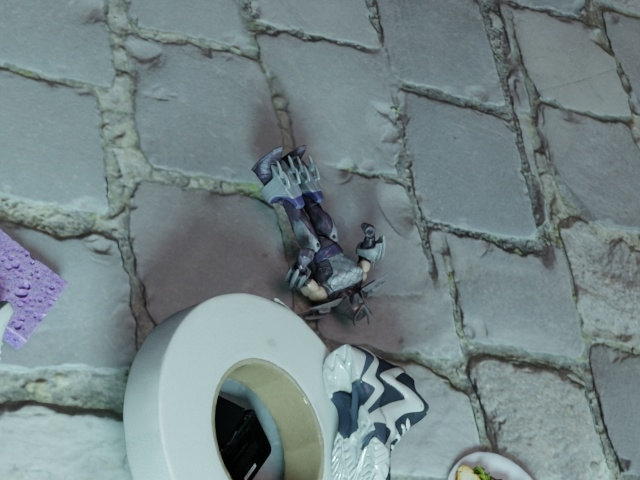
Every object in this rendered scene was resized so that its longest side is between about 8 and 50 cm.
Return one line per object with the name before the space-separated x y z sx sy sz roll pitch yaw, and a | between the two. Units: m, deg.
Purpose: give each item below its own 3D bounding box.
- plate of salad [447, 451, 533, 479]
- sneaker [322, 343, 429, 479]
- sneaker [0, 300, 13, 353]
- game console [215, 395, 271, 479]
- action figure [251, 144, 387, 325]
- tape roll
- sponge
plate of salad | 0.267 0.396 2.210 0.200 0.048 0.200 20 51 -26
sneaker | 0.091 0.258 2.030 0.153 0.094 0.235 13 51 -38
sneaker | -0.414 0.142 1.854 0.061 0.053 0.152 43 62 -26
game console | -0.135 0.275 2.010 0.122 0.071 0.107 -52 127 -44
action figure | 0.000 0.000 2.239 0.185 0.099 0.285 -19 78 -49
tape roll | -0.087 0.256 1.947 0.392 0.072 0.392 28 50 -40
sponge | -0.432 0.032 1.931 0.210 0.031 0.117 40 45 -9
